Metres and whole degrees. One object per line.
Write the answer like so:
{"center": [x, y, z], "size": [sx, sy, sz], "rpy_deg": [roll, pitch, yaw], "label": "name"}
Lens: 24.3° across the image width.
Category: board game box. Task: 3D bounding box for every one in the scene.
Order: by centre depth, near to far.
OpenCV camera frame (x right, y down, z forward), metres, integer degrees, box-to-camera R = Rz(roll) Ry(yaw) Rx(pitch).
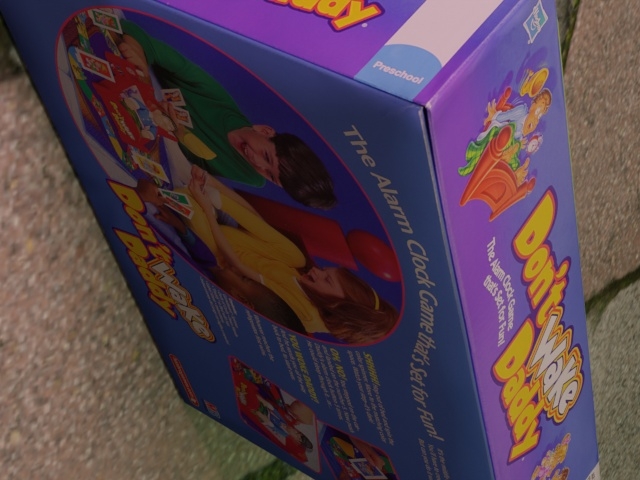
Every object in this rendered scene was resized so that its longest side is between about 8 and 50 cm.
{"center": [0.000, 0.000, 0.673], "size": [0.078, 0.233, 0.347], "rpy_deg": [-48, 146, -25], "label": "board game box"}
